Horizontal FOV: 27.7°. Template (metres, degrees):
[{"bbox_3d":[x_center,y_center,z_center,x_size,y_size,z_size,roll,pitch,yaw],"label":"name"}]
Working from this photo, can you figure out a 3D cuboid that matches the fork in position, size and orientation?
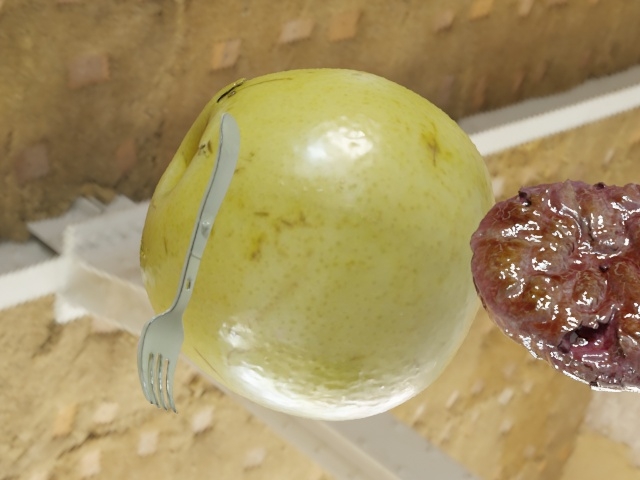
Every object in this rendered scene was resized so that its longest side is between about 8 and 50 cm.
[{"bbox_3d":[-0.091,0.010,0.900,0.034,0.028,0.219,24,-111,-35],"label":"fork"}]

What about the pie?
[{"bbox_3d":[0.156,0.020,0.700,0.154,0.154,0.036,-36,-33,-31],"label":"pie"}]

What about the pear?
[{"bbox_3d":[0.000,0.000,1.224,0.348,0.348,0.348,-35,-38,-32],"label":"pear"}]
